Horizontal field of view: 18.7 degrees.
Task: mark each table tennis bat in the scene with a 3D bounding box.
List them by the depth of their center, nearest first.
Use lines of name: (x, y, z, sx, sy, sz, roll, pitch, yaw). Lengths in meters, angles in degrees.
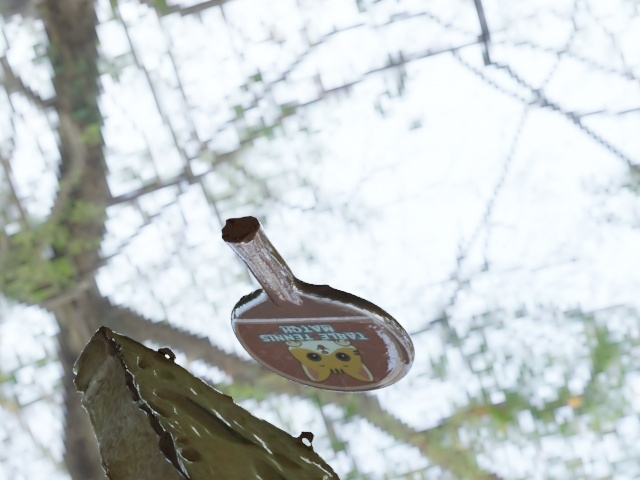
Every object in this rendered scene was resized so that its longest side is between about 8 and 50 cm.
table tennis bat: (0.000, 0.000, 1.137, 0.108, 0.170, 0.119, -4, -126, 26)

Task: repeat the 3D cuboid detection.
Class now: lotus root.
lotus root: (-0.060, 0.169, 1.292, 0.170, 0.074, 0.260, 17, -154, -30)
